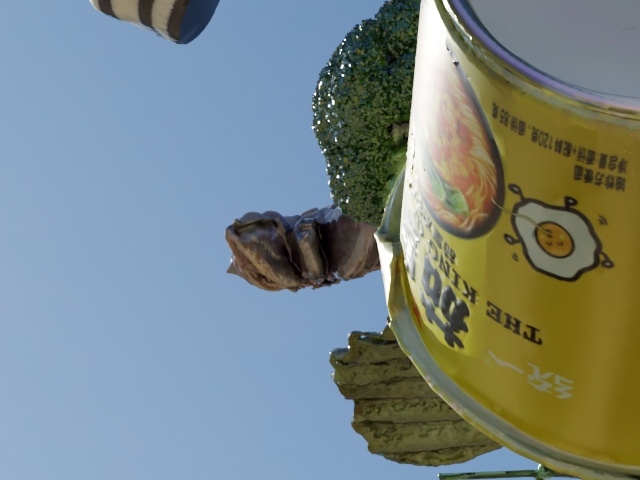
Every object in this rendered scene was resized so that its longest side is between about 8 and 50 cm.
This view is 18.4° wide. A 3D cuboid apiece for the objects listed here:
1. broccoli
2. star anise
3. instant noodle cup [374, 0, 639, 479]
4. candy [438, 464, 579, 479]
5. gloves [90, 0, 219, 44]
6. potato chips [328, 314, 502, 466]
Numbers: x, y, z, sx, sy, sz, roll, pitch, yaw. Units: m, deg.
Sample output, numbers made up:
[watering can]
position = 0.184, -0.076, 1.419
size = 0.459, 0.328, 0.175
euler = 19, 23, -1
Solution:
[broccoli]
position = 0.070, -0.093, 1.515
size = 0.156, 0.195, 0.195
euler = 23, -37, 3
[star anise]
position = 0.000, 0.000, 1.935
size = 0.236, 0.093, 0.229
euler = -7, -5, -36
[instant noodle cup]
position = 0.184, -0.067, 1.036
size = 0.326, 0.325, 0.254
euler = -3, -38, 4
[candy]
position = 0.199, 0.210, 1.780
size = 0.185, 0.049, 0.055
euler = -3, -77, 2
[gloves]
position = -0.181, -0.280, 1.755
size = 0.219, 0.131, 0.140
euler = 35, -23, 11
[potato chips]
position = 0.223, 0.155, 2.193
size = 0.429, 0.070, 0.358
euler = -2, -28, -2
